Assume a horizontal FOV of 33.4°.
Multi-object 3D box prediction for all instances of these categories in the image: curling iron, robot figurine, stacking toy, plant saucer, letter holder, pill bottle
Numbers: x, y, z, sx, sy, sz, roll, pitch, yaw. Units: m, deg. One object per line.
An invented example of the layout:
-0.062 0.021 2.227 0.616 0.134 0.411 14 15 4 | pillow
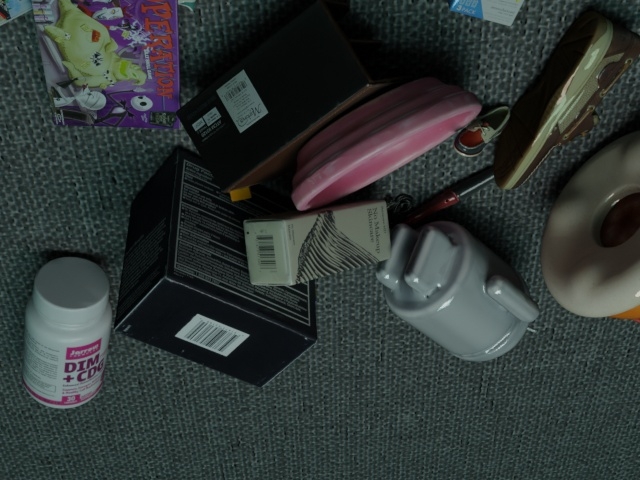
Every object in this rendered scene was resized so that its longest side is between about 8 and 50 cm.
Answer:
0.229 -0.086 1.906 0.274 0.035 0.068 -21 133 17 | curling iron
0.256 0.097 1.966 0.300 0.199 0.353 11 160 49 | robot figurine
0.652 0.059 1.840 0.480 0.350 0.350 31 125 -25 | stacking toy
0.091 -0.160 1.684 0.332 0.332 0.084 -30 86 23 | plant saucer
-0.033 -0.226 1.677 0.302 0.214 0.152 -34 84 26 | letter holder
-0.479 0.174 2.020 0.160 0.160 0.283 7 134 -11 | pill bottle

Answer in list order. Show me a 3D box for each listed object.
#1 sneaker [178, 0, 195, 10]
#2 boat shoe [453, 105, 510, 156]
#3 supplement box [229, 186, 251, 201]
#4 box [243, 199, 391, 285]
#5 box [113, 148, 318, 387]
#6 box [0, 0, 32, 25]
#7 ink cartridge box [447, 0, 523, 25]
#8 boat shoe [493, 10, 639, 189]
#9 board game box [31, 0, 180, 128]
-0.260 -0.362 1.578 0.161 0.057 0.075 -5 129 -3 | sneaker
0.268 -0.182 1.762 0.049 0.137 0.043 44 139 13 | boat shoe
-0.142 -0.122 1.797 0.036 0.098 0.062 -11 133 2 | supplement box
0.000 0.000 1.785 0.094 0.275 0.113 -1 99 40 | box
-0.172 0.051 1.827 0.296 0.294 0.183 26 132 -26 | box
-0.506 -0.404 1.533 0.114 0.036 0.207 -23 132 17 | box
0.266 -0.415 1.564 0.104 0.061 0.181 10 133 -15 | ink cartridge box
0.404 -0.209 1.744 0.123 0.123 0.342 16 125 -18 | boat shoe
-0.315 -0.293 1.601 0.208 0.056 0.347 -3 147 -7 | board game box
